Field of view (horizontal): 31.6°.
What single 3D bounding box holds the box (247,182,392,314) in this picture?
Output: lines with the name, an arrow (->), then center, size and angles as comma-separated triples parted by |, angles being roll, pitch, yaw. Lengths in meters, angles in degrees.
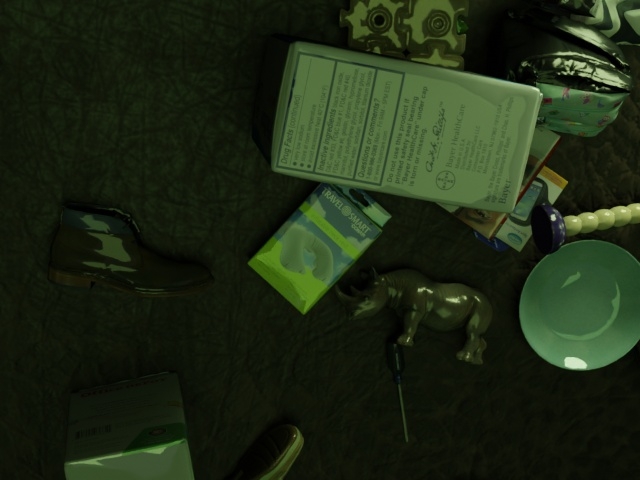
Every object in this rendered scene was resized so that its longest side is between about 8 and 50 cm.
box -> 0.000, 0.000, 1.536 | 0.109, 0.042, 0.178 | 42, 96, -4

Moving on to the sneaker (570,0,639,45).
sneaker -> 0.444, -0.360, 1.493 | 0.153, 0.094, 0.235 | 16, 102, -15

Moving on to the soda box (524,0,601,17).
soda box -> 0.305, -0.323, 1.439 | 0.053, 0.169, 0.060 | 16, 102, -13

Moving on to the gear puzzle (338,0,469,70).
gear puzzle -> 0.106, -0.258, 1.495 | 0.175, 0.044, 0.339 | 1, 102, -8

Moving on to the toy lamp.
toy lamp -> 0.433, -0.036, 1.581 | 0.275, 0.080, 0.080 | -9, 107, -12

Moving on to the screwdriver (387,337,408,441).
screwdriver -> 0.113, 0.220, 1.637 | 0.025, 0.024, 0.170 | -18, 113, -35

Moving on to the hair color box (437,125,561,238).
hair color box -> 0.242, -0.095, 1.536 | 0.093, 0.053, 0.167 | 35, 99, 12

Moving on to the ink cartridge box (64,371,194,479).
ink cartridge box -> -0.250, 0.265, 1.489 | 0.154, 0.212, 0.093 | -11, 110, -7

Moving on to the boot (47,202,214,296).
boot -> -0.246, 0.012, 1.487 | 0.219, 0.082, 0.106 | 4, 107, -9

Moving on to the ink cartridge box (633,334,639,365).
ink cartridge box -> 0.601, 0.178, 1.672 | 0.235, 0.088, 0.193 | -24, 107, -1

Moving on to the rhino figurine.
rhino figurine -> 0.132, 0.096, 1.576 | 0.243, 0.073, 0.106 | 16, 85, -12

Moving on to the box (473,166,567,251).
box -> 0.274, -0.049, 1.585 | 0.081, 0.028, 0.136 | 31, 97, -16

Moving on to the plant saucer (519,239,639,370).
plant saucer -> 0.377, 0.090, 1.631 | 0.195, 0.037, 0.195 | -1, 103, -5

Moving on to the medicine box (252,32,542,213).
medicine box -> 0.076, -0.147, 1.356 | 0.289, 0.263, 0.149 | 10, 100, -10

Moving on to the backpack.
backpack -> 0.312, -0.212, 1.478 | 0.182, 0.152, 0.115 | 11, 144, -9

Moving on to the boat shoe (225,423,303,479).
boat shoe -> -0.081, 0.343, 1.622 | 0.072, 0.068, 0.190 | 35, 107, -29
